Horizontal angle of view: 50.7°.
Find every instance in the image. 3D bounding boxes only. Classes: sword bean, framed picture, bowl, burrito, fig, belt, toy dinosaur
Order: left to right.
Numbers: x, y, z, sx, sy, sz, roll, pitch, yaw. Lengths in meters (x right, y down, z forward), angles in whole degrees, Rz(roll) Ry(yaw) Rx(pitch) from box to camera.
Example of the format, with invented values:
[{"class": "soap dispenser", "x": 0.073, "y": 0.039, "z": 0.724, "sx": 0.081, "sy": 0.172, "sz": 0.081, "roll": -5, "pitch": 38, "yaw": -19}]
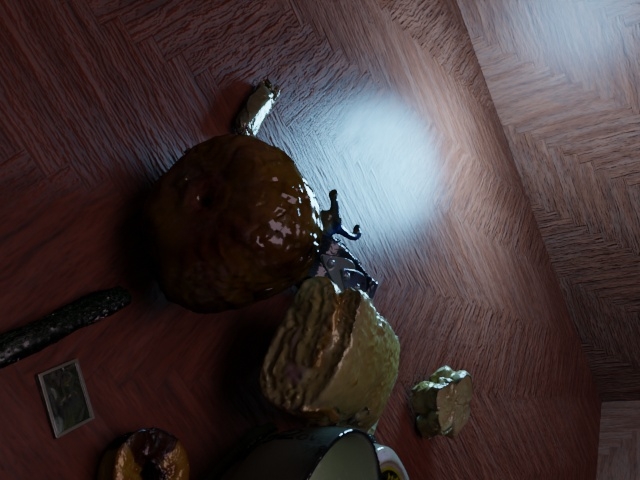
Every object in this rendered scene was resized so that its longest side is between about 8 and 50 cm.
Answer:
[{"class": "framed picture", "x": -0.339, "y": 0.209, "z": 0.899, "sx": 0.066, "sy": 0.007, "sz": 0.089, "roll": -20, "pitch": 97, "yaw": -58}, {"class": "sword bean", "x": -0.153, "y": 0.379, "z": 1.106, "sx": 0.043, "sy": 0.038, "sz": 0.269, "roll": 50, "pitch": 34, "yaw": 3}, {"class": "burrito", "x": -0.128, "y": -0.262, "z": 1.350, "sx": 0.058, "sy": 0.045, "sz": 0.188, "roll": 48, "pitch": 44, "yaw": -28}, {"class": "fig", "x": -0.098, "y": 0.008, "z": 1.096, "sx": 0.369, "sy": 0.286, "sz": 0.286, "roll": 39, "pitch": 49, "yaw": -53}, {"class": "bowl", "x": -0.058, "y": 0.448, "z": 1.050, "sx": 0.354, "sy": 0.185, "sz": 0.353, "roll": -21, "pitch": 115, "yaw": -58}, {"class": "toy dinosaur", "x": 0.000, "y": 0.000, "z": 1.444, "sx": 0.247, "sy": 0.075, "sz": 0.188, "roll": -53, "pitch": 138, "yaw": -31}, {"class": "belt", "x": 0.023, "y": 0.061, "z": 1.367, "sx": 0.128, "sy": 0.122, "sz": 0.218, "roll": -63, "pitch": 145, "yaw": -16}]

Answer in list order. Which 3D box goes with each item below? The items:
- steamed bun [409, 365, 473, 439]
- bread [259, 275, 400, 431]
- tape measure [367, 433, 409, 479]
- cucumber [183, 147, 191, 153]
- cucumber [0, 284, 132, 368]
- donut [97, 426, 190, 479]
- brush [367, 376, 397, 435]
[{"class": "steamed bun", "x": 0.308, "y": 0.424, "z": 1.747, "sx": 0.177, "sy": 0.106, "sz": 0.192, "roll": -21, "pitch": 110, "yaw": -44}, {"class": "bread", "x": 0.032, "y": 0.232, "z": 1.223, "sx": 0.236, "sy": 0.165, "sz": 0.375, "roll": -68, "pitch": 158, "yaw": -17}, {"class": "tape measure", "x": 0.091, "y": 0.535, "z": 1.352, "sx": 0.231, "sy": 0.133, "sz": 0.271, "roll": -54, "pitch": 126, "yaw": -41}, {"class": "cucumber", "x": -0.159, "y": -0.047, "z": 1.210, "sx": 0.293, "sy": 0.068, "sz": 0.067, "roll": 59, "pitch": 37, "yaw": -26}, {"class": "cucumber", "x": -0.350, "y": 0.114, "z": 0.880, "sx": 0.257, "sy": 0.043, "sz": 0.044, "roll": -30, "pitch": 100, "yaw": -56}, {"class": "donut", "x": -0.250, "y": 0.330, "z": 0.947, "sx": 0.140, "sy": 0.059, "sz": 0.140, "roll": 25, "pitch": 59, "yaw": -51}, {"class": "brush", "x": 0.135, "y": 0.374, "z": 1.565, "sx": 0.178, "sy": 0.030, "sz": 0.033, "roll": -61, "pitch": 146, "yaw": -33}]
